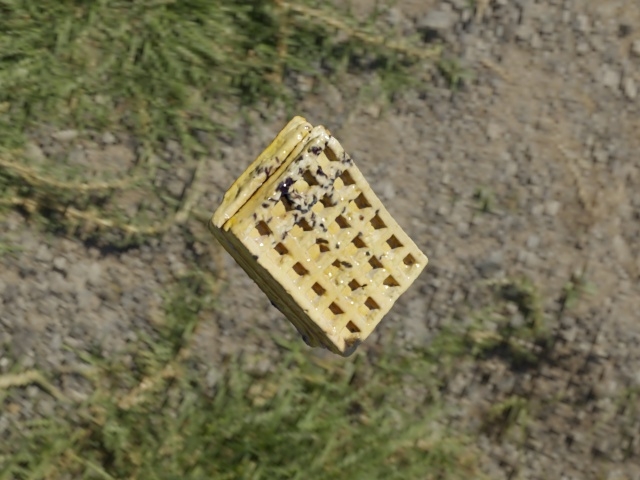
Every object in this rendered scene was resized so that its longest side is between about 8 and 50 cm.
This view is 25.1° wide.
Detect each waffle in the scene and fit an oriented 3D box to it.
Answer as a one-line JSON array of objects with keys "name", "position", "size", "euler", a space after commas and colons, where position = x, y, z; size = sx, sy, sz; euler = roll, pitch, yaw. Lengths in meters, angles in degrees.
[{"name": "waffle", "position": [0.000, 0.000, 0.973], "size": [0.102, 0.042, 0.148], "euler": [-48, 127, -12]}]
